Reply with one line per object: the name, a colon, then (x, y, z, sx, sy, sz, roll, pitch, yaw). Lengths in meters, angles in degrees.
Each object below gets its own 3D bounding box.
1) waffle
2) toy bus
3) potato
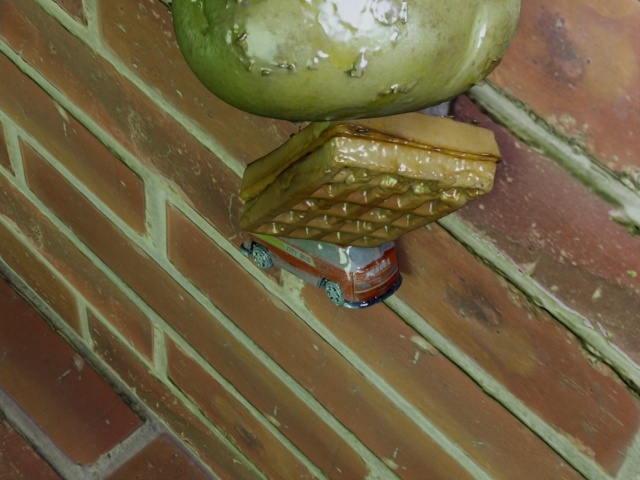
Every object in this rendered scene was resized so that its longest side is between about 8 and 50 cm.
waffle: (0.049, -0.074, 1.452, 0.328, 0.224, 0.098, 156, 119, -62)
toy bus: (0.000, 0.000, 1.723, 0.265, 0.121, 0.119, 27, 133, 39)
potato: (0.043, -0.228, 1.130, 0.269, 0.359, 0.219, -131, 45, -53)
